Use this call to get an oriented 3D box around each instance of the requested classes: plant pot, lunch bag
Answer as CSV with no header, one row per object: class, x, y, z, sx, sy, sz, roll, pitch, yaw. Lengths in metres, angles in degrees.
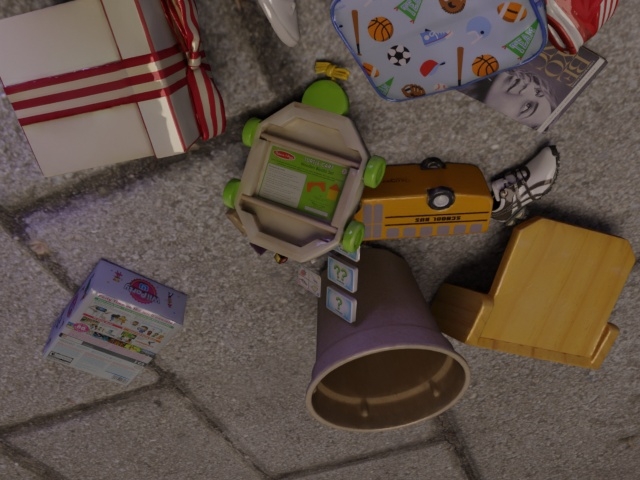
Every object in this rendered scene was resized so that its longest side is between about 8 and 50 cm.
plant pot,0.117,0.198,1.271,0.334,0.305,0.333,-5,136,-5
lunch bag,0.179,-0.350,0.873,0.303,0.115,0.243,-13,132,33

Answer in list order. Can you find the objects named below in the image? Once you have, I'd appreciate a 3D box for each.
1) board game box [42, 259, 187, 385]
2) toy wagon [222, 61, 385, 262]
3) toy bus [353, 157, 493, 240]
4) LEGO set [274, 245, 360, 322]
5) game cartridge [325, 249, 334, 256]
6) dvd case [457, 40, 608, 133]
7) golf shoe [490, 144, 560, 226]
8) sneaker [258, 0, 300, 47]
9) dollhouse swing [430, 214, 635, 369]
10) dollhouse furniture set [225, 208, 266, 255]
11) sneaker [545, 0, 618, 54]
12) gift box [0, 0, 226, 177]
board game box,-0.494,0.207,1.404,0.224,0.097,0.303,28,127,-27
toy wagon,-0.018,-0.139,1.044,0.267,0.068,0.344,21,97,19
toy bus,0.163,-0.078,1.166,0.333,0.108,0.130,-4,134,0
LEGO set,-0.023,0.037,1.150,0.060,0.244,0.182,-17,121,-35
game cartridge,0.000,0.000,1.264,0.017,0.056,0.083,-31,128,33
dvd case,0.367,-0.295,1.036,0.221,0.018,0.164,20,128,-20
golf shoe,0.396,-0.110,1.169,0.094,0.077,0.198,14,129,-15
sneaker,-0.060,-0.399,0.887,0.094,0.080,0.212,-25,129,4
dollhouse swing,0.482,0.108,1.366,0.347,0.315,0.305,12,91,-14
dollhouse furniture set,-0.147,-0.035,1.257,0.114,0.091,0.081,49,159,-12
sneaker,0.379,-0.413,0.907,0.128,0.087,0.221,-42,120,5
gift box,-0.289,-0.266,0.883,0.258,0.276,0.255,-9,119,10
